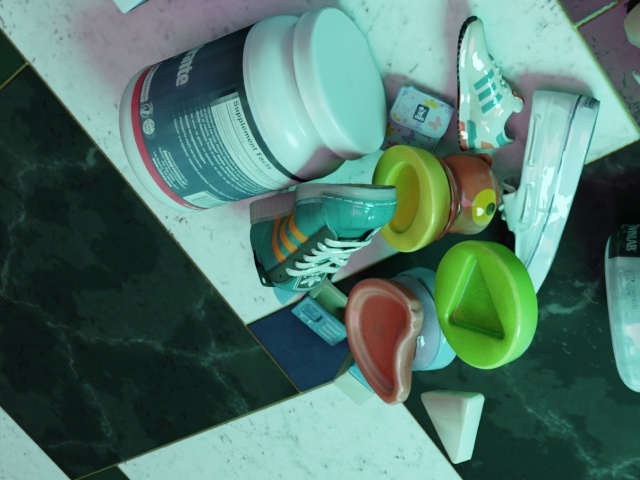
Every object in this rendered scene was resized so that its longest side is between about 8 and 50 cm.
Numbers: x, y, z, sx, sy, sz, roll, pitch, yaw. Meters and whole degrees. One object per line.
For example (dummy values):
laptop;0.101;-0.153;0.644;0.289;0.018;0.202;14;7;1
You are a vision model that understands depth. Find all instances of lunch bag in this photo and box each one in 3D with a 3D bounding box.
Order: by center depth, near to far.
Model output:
lunch bag;0.113;-0.137;0.975;0.071;0.053;0.083;26;122;2

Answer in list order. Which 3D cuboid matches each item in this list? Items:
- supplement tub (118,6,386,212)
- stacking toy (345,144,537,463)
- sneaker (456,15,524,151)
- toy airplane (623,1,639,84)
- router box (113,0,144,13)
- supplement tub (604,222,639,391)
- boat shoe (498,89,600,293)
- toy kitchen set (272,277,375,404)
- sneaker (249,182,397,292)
supplement tub;-0.080;-0.149;0.960;0.272;0.191;0.191;-13;115;29
stacking toy;0.162;0.068;0.938;0.279;0.131;0.308;49;137;44
sneaker;0.192;-0.176;0.921;0.076;0.057;0.161;0;123;10
toy airplane;0.474;-0.107;0.684;0.385;0.386;0.272;-6;135;13
router box;-0.177;-0.462;0.867;0.336;0.082;0.301;-26;108;33
supplement tub;0.478;0.063;0.863;0.316;0.193;0.193;-6;118;27
boat shoe;0.253;-0.053;0.957;0.084;0.095;0.258;18;116;16
toy kitchen set;0.044;0.085;1.103;0.207;0.122;0.166;41;127;-7
sneaker;0.000;0.000;0.961;0.302;0.108;0.120;169;100;-65
